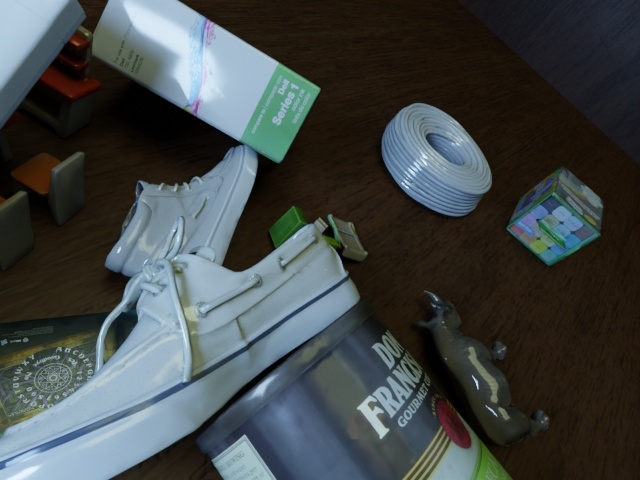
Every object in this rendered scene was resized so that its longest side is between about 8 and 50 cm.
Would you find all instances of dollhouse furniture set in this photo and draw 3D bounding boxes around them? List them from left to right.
[{"bbox_3d":[-0.368,-0.144,0.442,0.261,0.135,0.259,33,45,-6],"label":"dollhouse furniture set"},{"bbox_3d":[0.000,0.000,0.639,0.151,0.058,0.076,18,38,-46],"label":"dollhouse furniture set"}]

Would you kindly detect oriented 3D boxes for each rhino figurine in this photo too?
[{"bbox_3d":[0.216,0.174,0.602,0.106,0.073,0.244,-5,58,-38],"label":"rhino figurine"}]

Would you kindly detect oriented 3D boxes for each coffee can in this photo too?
[{"bbox_3d":[0.052,0.222,0.370,0.201,0.202,0.275,-29,75,-43],"label":"coffee can"}]

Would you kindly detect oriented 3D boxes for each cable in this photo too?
[{"bbox_3d":[0.250,-0.175,0.885,0.257,0.089,0.257,37,45,-2],"label":"cable"}]

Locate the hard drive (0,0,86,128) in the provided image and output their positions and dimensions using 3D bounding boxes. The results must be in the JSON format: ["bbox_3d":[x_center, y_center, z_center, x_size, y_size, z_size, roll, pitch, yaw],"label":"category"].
[{"bbox_3d":[-0.397,-0.117,0.328,0.232,0.047,0.353,32,80,-6],"label":"hard drive"}]

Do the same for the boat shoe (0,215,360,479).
[{"bbox_3d":[-0.112,0.059,0.376,0.367,0.135,0.157,-26,90,-42],"label":"boat shoe"}]

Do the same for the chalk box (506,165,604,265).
[{"bbox_3d":[0.517,-0.045,0.923,0.132,0.132,0.213,44,46,5],"label":"chalk box"}]

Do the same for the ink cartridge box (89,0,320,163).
[{"bbox_3d":[-0.147,-0.240,0.614,0.278,0.117,0.201,29,14,-9],"label":"ink cartridge box"}]

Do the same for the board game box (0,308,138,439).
[{"bbox_3d":[-0.221,0.131,0.394,0.186,0.026,0.126,-1,57,-33],"label":"board game box"}]

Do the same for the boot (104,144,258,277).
[{"bbox_3d":[-0.165,-0.053,0.524,0.123,0.095,0.259,27,46,-20],"label":"boot"}]
